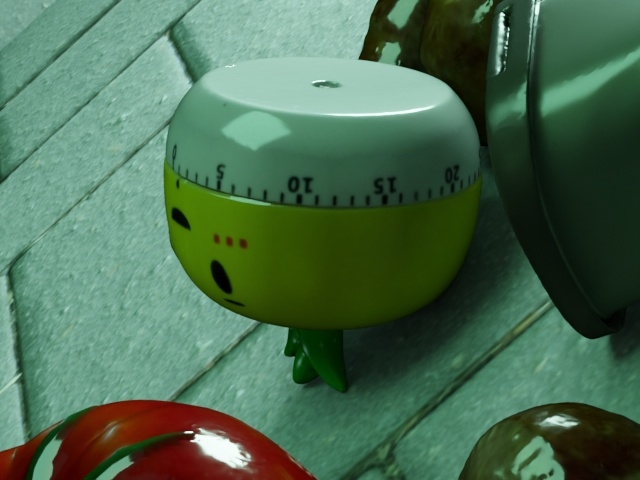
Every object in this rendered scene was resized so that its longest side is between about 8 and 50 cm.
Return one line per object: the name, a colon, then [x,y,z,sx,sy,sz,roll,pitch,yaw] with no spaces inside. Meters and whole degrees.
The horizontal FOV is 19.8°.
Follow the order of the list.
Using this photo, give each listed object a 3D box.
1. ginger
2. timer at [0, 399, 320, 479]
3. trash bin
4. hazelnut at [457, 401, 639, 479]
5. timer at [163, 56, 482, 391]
ginger: [0.190,-0.254,1.661,0.254,0.176,0.418,0,53,54]
timer: [-0.132,0.285,1.132,0.378,0.279,0.378,-33,25,18]
trash bin: [0.254,-0.092,1.251,0.250,0.219,0.220,-24,31,25]
hazelnut: [0.150,0.161,1.079,0.154,0.143,0.143,-39,17,56]
timer: [0.000,0.000,1.510,0.285,0.285,0.285,-35,24,19]
